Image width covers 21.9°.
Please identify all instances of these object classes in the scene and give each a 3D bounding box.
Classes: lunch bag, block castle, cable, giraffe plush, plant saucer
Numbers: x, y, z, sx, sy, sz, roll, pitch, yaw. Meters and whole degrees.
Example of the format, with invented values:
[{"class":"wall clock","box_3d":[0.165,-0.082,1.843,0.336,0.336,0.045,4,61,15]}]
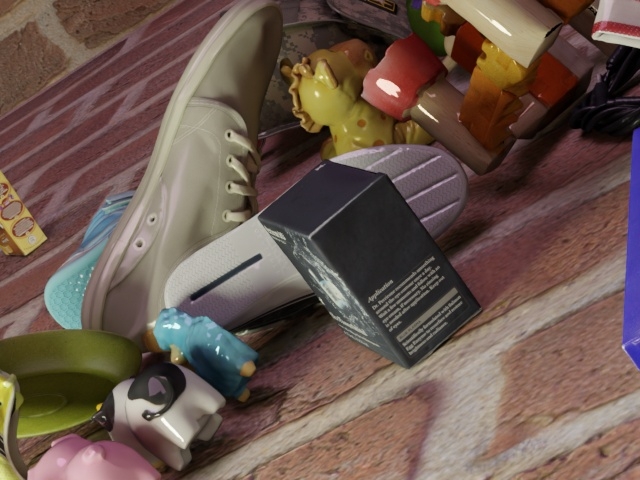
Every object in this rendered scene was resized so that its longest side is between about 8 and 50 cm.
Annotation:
[{"class":"lunch bag","box_3d":[0.007,-0.256,2.226,0.287,0.169,0.235,-12,20,7]},{"class":"block castle","box_3d":[0.239,-0.307,1.652,0.453,0.213,0.303,-43,-15,-22]},{"class":"cable","box_3d":[0.318,-0.158,1.614,0.150,0.047,0.184,-40,19,-12]},{"class":"giraffe plush","box_3d":[0.033,-0.157,1.933,0.181,0.170,0.210,-19,25,42]},{"class":"plant saucer","box_3d":[-0.306,0.162,1.769,0.241,0.241,0.037,-28,62,25]}]

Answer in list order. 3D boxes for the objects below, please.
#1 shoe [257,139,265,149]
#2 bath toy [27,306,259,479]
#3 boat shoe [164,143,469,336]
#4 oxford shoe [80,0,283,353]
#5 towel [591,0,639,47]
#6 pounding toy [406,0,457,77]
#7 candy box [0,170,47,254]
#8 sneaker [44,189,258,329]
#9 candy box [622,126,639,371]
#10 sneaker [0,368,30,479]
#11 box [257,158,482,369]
[{"class":"shoe","box_3d":[-0.151,-0.101,2.316,0.178,0.063,0.081,-32,20,28]},{"class":"bath toy","box_3d":[-0.205,0.207,1.533,0.348,0.129,0.151,-48,-13,-34]},{"class":"boat shoe","box_3d":[0.000,0.000,1.674,0.335,0.121,0.119,-24,-13,15]},{"class":"oxford shoe","box_3d":[-0.123,-0.065,1.873,0.130,0.169,0.449,17,76,22]},{"class":"towel","box_3d":[0.389,-0.297,1.460,0.237,0.037,0.329,12,65,15]},{"class":"pounding toy","box_3d":[0.132,-0.305,2.017,0.183,0.110,0.237,-34,41,54]},{"class":"candy box","box_3d":[-0.534,-0.064,2.712,0.053,0.186,0.109,-41,17,-22]},{"class":"sneaker","box_3d":[-0.202,-0.023,2.105,0.319,0.127,0.208,-27,21,23]},{"class":"candy box","box_3d":[0.348,-0.026,1.108,0.268,0.122,0.317,-29,20,25]},{"class":"sneaker","box_3d":[-0.379,0.143,1.632,0.147,0.384,0.145,-28,6,-5]},{"class":"box","box_3d":[0.041,0.018,1.497,0.093,0.158,0.156,-40,17,-11]}]
